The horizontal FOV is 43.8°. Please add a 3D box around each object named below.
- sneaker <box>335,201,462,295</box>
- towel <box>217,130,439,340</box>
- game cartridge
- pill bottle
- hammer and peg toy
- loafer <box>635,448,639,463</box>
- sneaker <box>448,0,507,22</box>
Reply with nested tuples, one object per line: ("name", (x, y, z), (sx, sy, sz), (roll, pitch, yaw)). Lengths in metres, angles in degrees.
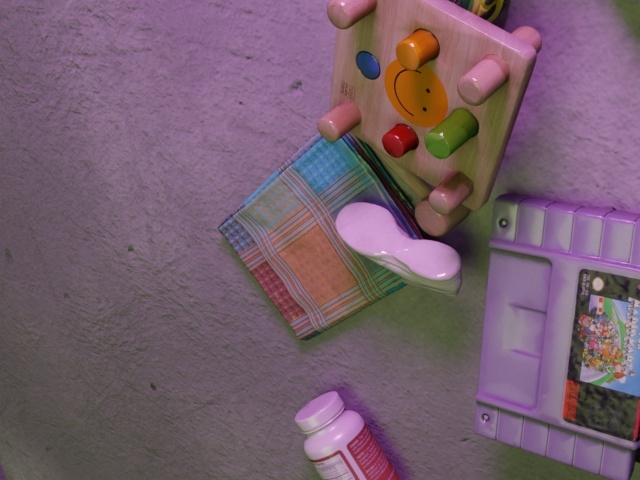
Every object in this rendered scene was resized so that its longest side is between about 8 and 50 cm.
("sneaker", (0.110, 0.022, 1.154), (0.212, 0.080, 0.094), (32, 162, 31))
("towel", (0.000, 0.000, 1.299), (0.271, 0.040, 0.370), (54, 134, 0))
("game cartridge", (0.328, 0.128, 1.060), (0.230, 0.068, 0.355), (14, 110, 37))
("pill bottle", (0.047, 0.386, 1.432), (0.121, 0.121, 0.216), (-26, 97, 43))
("hammer and peg toy", (0.110, -0.152, 1.009), (0.266, 0.127, 0.361), (36, 148, 21))
("loafer", (0.431, 0.265, 1.107), (0.223, 0.076, 0.078), (13, 102, 37))
("sneaker", (0.158, -0.390, 0.901), (0.123, 0.109, 0.296), (15, 124, 26))
